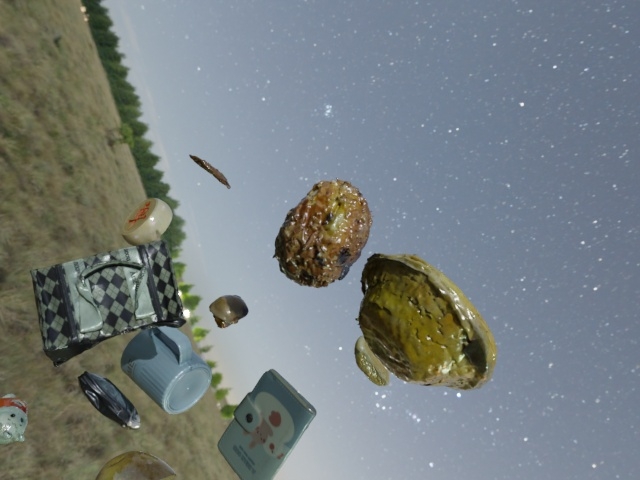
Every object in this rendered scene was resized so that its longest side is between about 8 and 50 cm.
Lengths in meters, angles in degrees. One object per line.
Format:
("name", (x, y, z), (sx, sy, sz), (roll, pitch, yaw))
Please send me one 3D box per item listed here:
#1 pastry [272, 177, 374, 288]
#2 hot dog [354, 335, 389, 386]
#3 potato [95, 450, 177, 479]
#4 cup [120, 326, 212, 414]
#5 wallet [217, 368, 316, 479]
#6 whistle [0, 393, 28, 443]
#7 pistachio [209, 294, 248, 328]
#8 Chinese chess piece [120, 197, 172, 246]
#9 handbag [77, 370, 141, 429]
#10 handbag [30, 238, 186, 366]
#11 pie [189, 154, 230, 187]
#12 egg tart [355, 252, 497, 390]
("pastry", (-0.001, 0.003, 1.466), (0.292, 0.337, 0.405), (40, -46, -3))
("hot dog", (0.183, 0.461, 1.651), (0.242, 0.073, 0.084), (55, 23, -28))
("potato", (-0.556, 0.694, 1.316), (0.098, 0.243, 0.138), (-51, -119, 33))
("cup", (-0.635, 0.521, 1.875), (0.311, 0.331, 0.257), (28, 0, 32))
("wallet", (-0.188, 0.625, 1.457), (0.252, 0.360, 0.083), (37, 7, 32))
("whistle", (-0.875, 0.493, 1.221), (0.253, 0.106, 0.101), (3, -73, 52))
("pistachio", (-0.387, 0.292, 1.860), (0.210, 0.165, 0.130), (-82, -172, -68))
("Chinese chess piece", (-0.806, -0.085, 2.028), (0.097, 0.251, 0.251), (50, -4, -38))
("handbag", (-0.615, 0.479, 1.295), (0.191, 0.075, 0.332), (42, -31, 7))
("handbag", (-0.654, 0.187, 1.386), (0.316, 0.416, 0.180), (58, -29, 30))
("pie", (-0.361, -0.231, 1.506), (0.191, 0.033, 0.088), (41, -2, -40))
("egg tart", (0.236, 0.234, 1.159), (0.443, 0.178, 0.443), (43, -26, 27))
